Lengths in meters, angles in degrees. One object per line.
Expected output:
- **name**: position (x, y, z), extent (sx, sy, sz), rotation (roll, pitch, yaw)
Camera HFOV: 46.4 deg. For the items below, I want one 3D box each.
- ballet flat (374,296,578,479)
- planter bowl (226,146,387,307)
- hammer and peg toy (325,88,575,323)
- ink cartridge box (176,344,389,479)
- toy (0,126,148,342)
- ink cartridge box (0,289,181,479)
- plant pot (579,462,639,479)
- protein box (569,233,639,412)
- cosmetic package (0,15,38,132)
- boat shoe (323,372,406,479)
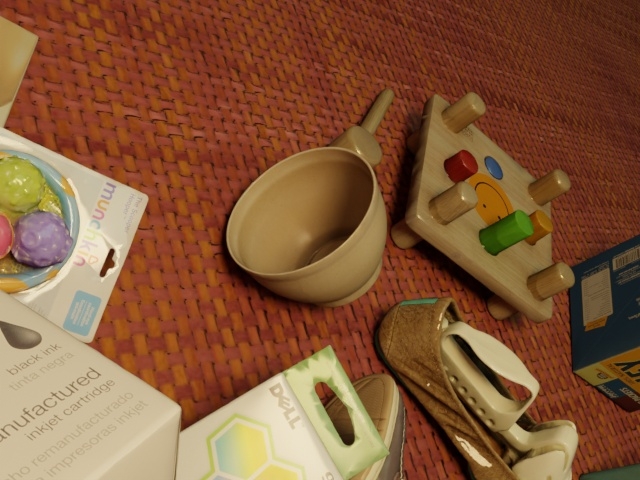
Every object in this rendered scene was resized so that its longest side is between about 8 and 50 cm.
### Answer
- **ballet flat**: position (0.202, 0.198, 0.827), extent (0.342, 0.124, 0.116), rotation (54, 41, -1)
- **planter bowl**: position (0.000, 0.000, 0.763), extent (0.109, 0.162, 0.162), rotation (56, 31, -43)
- **hammer and peg toy**: position (0.186, -0.082, 0.996), extent (0.361, 0.127, 0.266), rotation (36, 44, -20)
- **ink cartridge box**: position (-0.048, 0.175, 0.578), extent (0.209, 0.062, 0.109), rotation (-28, 83, -17)
- **toy**: position (-0.253, -0.023, 0.563), extent (0.237, 0.056, 0.137), rotation (26, 75, -26)
- **ink cartridge box**: position (-0.243, 0.105, 0.363), extent (0.283, 0.117, 0.207), rotation (26, 34, 22)
- **plant pot**: position (0.480, 0.348, 0.906), extent (0.165, 0.234, 0.165), rotation (20, 52, -35)
- **protein box**: position (0.491, 0.111, 1.102), extent (0.136, 0.200, 0.201), rotation (34, 45, -22)
- **cosmetic package**: position (-0.284, -0.130, 0.636), extent (0.041, 0.060, 0.115), rotation (27, 46, -30)
- **boat shoe**: position (0.026, 0.247, 0.654), extent (0.092, 0.102, 0.285), rotation (50, 36, -24)
